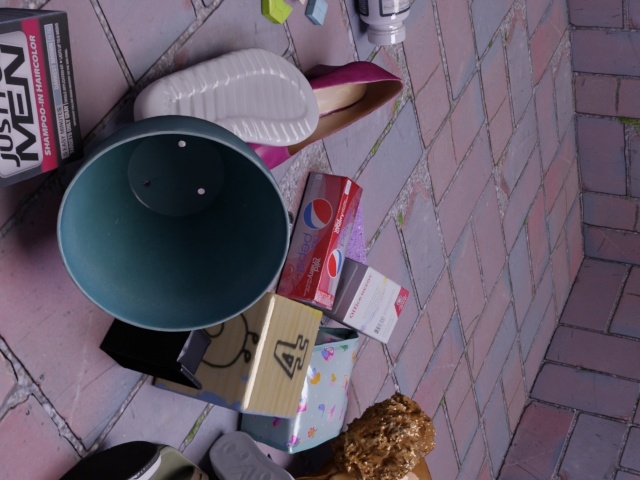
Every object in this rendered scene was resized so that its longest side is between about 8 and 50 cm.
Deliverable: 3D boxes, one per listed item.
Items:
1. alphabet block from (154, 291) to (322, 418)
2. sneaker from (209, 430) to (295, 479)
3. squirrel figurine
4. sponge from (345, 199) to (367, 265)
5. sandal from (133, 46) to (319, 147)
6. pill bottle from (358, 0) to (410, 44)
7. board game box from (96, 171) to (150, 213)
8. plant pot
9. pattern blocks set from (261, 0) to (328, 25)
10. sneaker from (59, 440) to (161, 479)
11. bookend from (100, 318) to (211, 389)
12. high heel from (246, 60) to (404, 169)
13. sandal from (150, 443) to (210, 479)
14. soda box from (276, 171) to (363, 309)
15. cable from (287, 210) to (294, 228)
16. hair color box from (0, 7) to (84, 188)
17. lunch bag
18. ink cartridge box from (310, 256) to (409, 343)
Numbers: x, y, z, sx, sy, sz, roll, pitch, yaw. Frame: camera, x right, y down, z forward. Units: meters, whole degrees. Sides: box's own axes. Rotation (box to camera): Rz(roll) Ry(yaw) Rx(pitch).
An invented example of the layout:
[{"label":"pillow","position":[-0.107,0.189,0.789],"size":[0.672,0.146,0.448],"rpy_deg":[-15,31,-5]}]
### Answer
[{"label":"alphabet block","position":[-0.135,0.183,1.567],"size":[0.193,0.192,0.197],"rpy_deg":[28,74,-62]},{"label":"sneaker","position":[-0.086,0.513,1.662],"size":[0.130,0.323,0.236],"rpy_deg":[-28,124,-14]},{"label":"squirrel figurine","position":[0.069,0.505,1.971],"size":[0.370,0.281,0.397],"rpy_deg":[4,116,-44]},{"label":"sponge","position":[0.059,0.013,2.026],"size":[0.117,0.031,0.210],"rpy_deg":[-43,136,-46]},{"label":"sandal","position":[-0.156,-0.220,1.490],"size":[0.416,0.102,0.169],"rpy_deg":[-15,92,-53]},{"label":"pill bottle","position":[0.130,-0.504,1.901],"size":[0.108,0.108,0.180],"rpy_deg":[-44,137,-47]},{"label":"board game box","position":[-0.285,-0.048,1.364],"size":[0.170,0.048,0.141],"rpy_deg":[-41,131,-48]},{"label":"plant pot","position":[-0.194,-0.052,1.240],"size":[0.195,0.290,0.290],"rpy_deg":[-103,-176,-59]},{"label":"pattern blocks set","position":[-0.050,-0.531,1.649],"size":[0.325,0.026,0.285],"rpy_deg":[8,92,-62]},{"label":"sneaker","position":[-0.333,0.445,1.358],"size":[0.295,0.124,0.178],"rpy_deg":[-37,126,-41]},{"label":"bookend","position":[-0.228,0.129,1.413],"size":[0.157,0.156,0.072],"rpy_deg":[-66,149,-24]},{"label":"high heel","position":[0.000,-0.228,1.678],"size":[0.377,0.181,0.127],"rpy_deg":[-53,142,-39]},{"label":"sandal","position":[-0.229,0.436,1.587],"size":[0.303,0.086,0.120],"rpy_deg":[51,56,-55]},{"label":"soda box","position":[0.000,0.000,1.850],"size":[0.083,0.092,0.263],"rpy_deg":[32,71,-61]},{"label":"cable","position":[-0.119,-0.002,1.655],"size":[0.287,0.072,0.139],"rpy_deg":[8,98,-62]},{"label":"hair color box","position":[-0.435,-0.134,0.993],"size":[0.374,0.113,0.185],"rpy_deg":[-33,128,-52]},{"label":"lunch bag","position":[-0.025,0.286,1.838],"size":[0.262,0.160,0.223],"rpy_deg":[1,98,-56]},{"label":"ink cartridge box","position":[0.075,0.120,1.946],"size":[0.176,0.127,0.128],"rpy_deg":[34,80,-49]}]
